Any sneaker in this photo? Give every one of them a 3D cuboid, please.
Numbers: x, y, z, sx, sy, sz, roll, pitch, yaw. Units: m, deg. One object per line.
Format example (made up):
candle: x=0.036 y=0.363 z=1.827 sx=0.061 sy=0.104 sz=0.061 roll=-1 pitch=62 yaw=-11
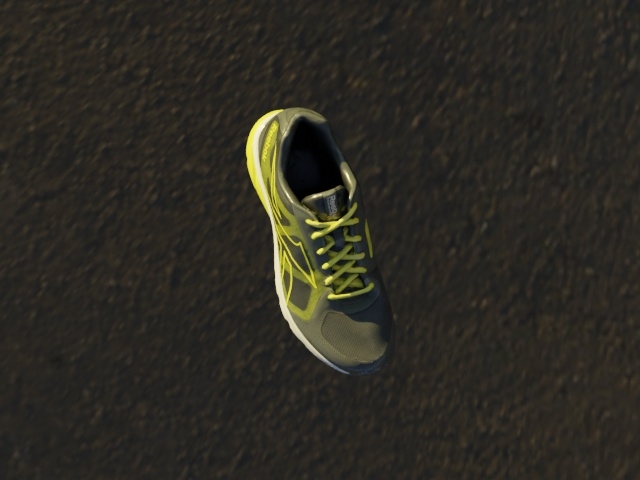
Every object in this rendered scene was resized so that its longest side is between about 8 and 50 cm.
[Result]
sneaker: x=0.000 y=0.000 z=0.458 sx=0.031 sy=0.035 sz=0.083 roll=-22 pitch=87 yaw=-13
